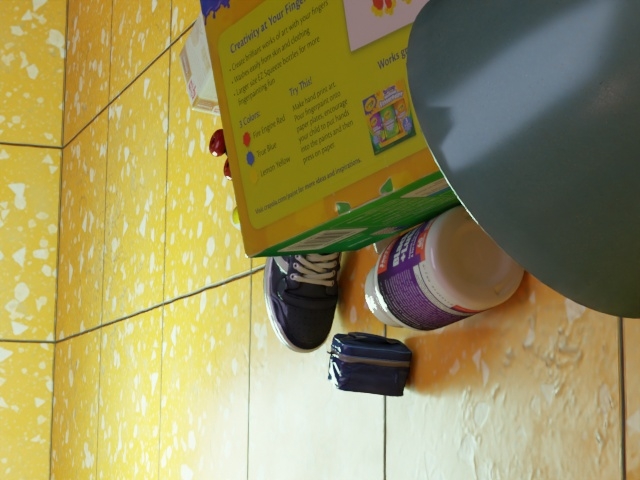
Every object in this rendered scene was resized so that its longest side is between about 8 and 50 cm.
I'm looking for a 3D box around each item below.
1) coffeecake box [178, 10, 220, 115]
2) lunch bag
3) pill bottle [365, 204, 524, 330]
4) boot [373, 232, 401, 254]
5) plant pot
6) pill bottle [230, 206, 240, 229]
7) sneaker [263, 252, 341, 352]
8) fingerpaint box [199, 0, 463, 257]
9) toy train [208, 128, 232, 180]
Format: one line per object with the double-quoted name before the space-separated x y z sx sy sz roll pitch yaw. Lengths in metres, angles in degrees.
"coffeecake box" -0.151 -0.313 2.241 0.185 0.068 0.142 -58 35 35
"lunch bag" 0.053 0.139 1.635 0.067 0.098 0.065 -149 67 -72
"pill bottle" 0.121 0.035 1.470 0.193 0.108 0.108 148 123 -63
"boot" 0.096 -0.033 1.638 0.087 0.042 0.119 -156 71 -65
"plant pot" 0.244 -0.130 0.976 0.235 0.293 0.293 -42 46 42
"pill bottle" -0.110 -0.037 2.150 0.083 0.043 0.043 170 103 -67
"sneaker" 0.000 0.000 1.795 0.153 0.099 0.282 163 113 -69
"fingerpaint box" 0.071 -0.214 1.398 0.444 0.163 0.371 -25 73 53
"toy train" -0.064 -0.135 1.998 0.143 0.105 0.248 -64 28 17
